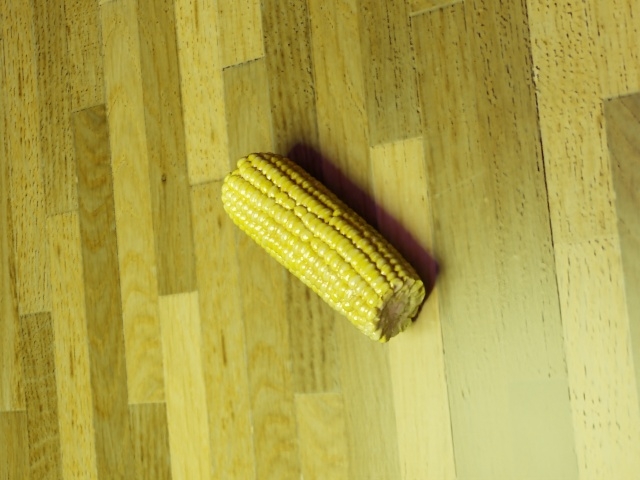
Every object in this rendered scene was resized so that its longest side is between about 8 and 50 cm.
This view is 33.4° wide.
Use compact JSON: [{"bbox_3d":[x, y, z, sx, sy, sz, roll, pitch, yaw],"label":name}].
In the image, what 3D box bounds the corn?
[{"bbox_3d":[0.000,0.000,1.082,0.244,0.093,0.093,41,111,24],"label":"corn"}]
